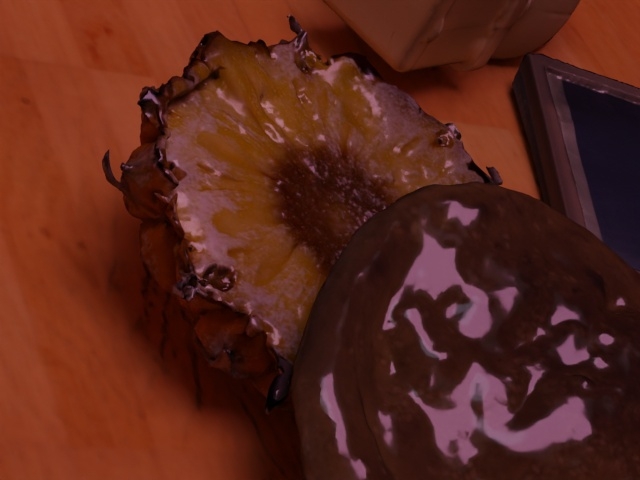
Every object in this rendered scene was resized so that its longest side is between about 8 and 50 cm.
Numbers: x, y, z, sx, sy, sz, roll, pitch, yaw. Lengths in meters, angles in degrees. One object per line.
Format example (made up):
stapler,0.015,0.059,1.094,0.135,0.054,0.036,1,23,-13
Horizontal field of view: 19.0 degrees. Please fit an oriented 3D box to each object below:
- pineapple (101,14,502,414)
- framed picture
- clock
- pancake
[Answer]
pineapple,0.000,0.000,0.815,0.221,0.047,0.221,24,45,-26
framed picture,0.233,-0.006,1.056,0.260,0.023,0.189,17,38,-17
clock,0.000,-0.251,1.132,0.379,0.120,0.276,42,31,20
pancake,0.090,0.079,0.761,0.242,0.050,0.242,19,50,-24
